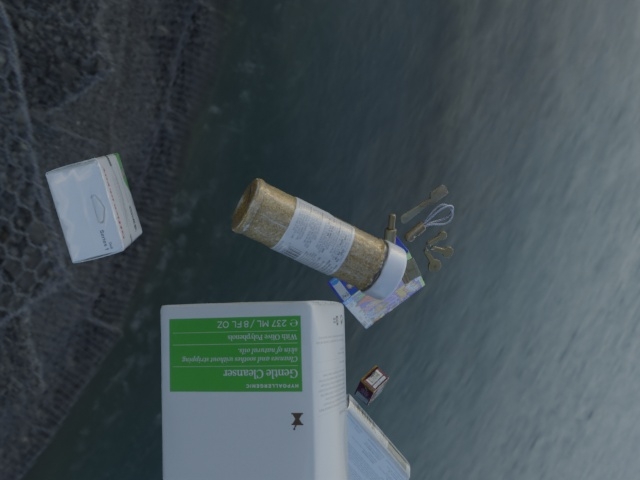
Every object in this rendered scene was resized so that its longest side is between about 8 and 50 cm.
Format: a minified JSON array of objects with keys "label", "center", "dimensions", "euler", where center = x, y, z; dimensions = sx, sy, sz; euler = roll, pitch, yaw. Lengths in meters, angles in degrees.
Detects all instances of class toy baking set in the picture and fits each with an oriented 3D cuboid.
[{"label":"toy baking set","center":[0.247,-0.015,2.152],"dimensions":[0.197,0.030,0.256],"euler":[-9,114,-20]}]

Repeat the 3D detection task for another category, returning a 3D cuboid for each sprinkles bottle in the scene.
[{"label":"sprinkles bottle","center":[0.000,0.000,1.731],"dimensions":[0.355,0.121,0.121],"euler":[26,94,-18]}]

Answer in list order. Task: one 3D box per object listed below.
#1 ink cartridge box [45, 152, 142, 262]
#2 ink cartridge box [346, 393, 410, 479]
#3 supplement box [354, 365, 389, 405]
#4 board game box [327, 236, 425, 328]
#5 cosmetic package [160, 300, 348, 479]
[{"label":"ink cartridge box","center":[-0.385,-0.061,1.471],"dimensions":[0.219,0.093,0.160],"euler":[-112,-173,-82]},{"label":"ink cartridge box","center":[0.018,0.414,1.566],"dimensions":[0.232,0.189,0.066],"euler":[-34,-165,22]},{"label":"supplement box","center":[0.117,0.333,1.951],"dimensions":[0.055,0.043,0.083],"euler":[-40,161,-29]},{"label":"board game box","center":[0.171,0.126,2.501],"dimensions":[0.233,0.078,0.347],"euler":[-37,157,1]},{"label":"cosmetic package","center":[-0.073,0.258,1.020],"dimensions":[0.155,0.197,0.365],"euler":[19,68,-73]}]
